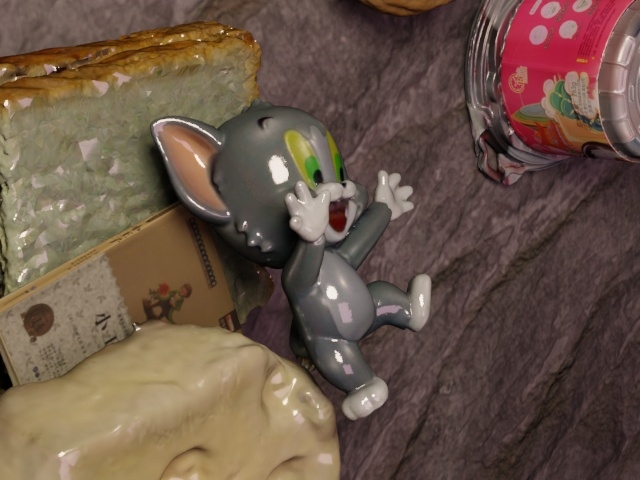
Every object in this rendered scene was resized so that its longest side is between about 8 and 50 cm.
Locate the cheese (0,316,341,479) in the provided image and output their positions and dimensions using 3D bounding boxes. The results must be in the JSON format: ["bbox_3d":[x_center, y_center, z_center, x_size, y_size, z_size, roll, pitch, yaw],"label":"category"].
[{"bbox_3d":[-0.127,0.208,1.010,0.318,0.115,0.326,-55,138,-11],"label":"cheese"}]

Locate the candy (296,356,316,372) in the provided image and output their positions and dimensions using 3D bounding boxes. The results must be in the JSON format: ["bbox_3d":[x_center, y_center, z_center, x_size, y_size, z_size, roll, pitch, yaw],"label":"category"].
[{"bbox_3d":[0.002,0.046,1.312,0.046,0.053,0.182,11,94,-35],"label":"candy"}]

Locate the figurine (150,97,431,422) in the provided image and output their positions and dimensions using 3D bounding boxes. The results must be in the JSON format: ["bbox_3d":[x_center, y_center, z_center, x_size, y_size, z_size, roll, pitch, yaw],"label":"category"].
[{"bbox_3d":[-0.002,0.004,1.038,0.193,0.140,0.265,-24,101,-47],"label":"figurine"}]

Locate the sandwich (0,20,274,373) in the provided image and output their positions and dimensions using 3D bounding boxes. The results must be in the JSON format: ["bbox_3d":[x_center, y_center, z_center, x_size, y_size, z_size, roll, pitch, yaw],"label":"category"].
[{"bbox_3d":[-0.171,-0.005,1.089,0.262,0.131,0.325,-19,116,-38],"label":"sandwich"}]

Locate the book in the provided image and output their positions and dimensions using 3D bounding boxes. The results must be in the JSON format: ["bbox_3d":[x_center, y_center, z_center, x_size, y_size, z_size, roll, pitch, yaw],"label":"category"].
[{"bbox_3d":[-0.156,0.065,1.024,0.199,0.016,0.138,-32,121,-31],"label":"book"}]

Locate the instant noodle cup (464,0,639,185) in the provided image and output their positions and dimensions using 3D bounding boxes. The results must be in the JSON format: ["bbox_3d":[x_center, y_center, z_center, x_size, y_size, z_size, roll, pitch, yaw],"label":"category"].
[{"bbox_3d":[0.309,-0.189,1.418,0.258,0.182,0.302,18,91,-42],"label":"instant noodle cup"}]

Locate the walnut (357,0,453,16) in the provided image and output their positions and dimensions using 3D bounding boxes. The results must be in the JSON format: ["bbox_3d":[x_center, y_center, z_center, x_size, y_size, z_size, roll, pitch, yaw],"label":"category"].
[{"bbox_3d":[0.090,-0.285,1.227,0.167,0.149,0.166,-34,151,-22],"label":"walnut"}]

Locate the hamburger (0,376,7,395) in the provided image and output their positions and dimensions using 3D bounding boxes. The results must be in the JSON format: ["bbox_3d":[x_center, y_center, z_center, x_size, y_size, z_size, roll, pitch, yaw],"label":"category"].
[{"bbox_3d":[-0.271,0.209,1.081,0.262,0.131,0.124,52,26,-34],"label":"hamburger"}]
